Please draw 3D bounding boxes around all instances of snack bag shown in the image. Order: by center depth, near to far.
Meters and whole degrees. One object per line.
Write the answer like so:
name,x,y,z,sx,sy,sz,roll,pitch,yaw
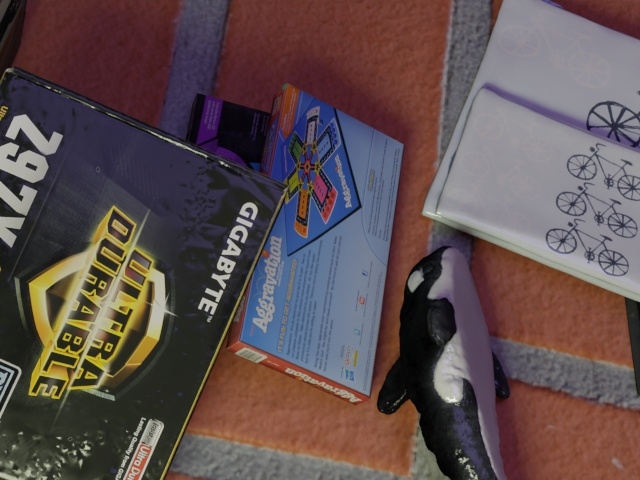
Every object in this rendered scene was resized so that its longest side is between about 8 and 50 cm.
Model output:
snack bag,0.304,-0.100,1.582,0.323,0.037,0.342,22,57,2

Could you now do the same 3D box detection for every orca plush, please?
orca plush,0.108,0.150,1.389,0.151,0.102,0.287,15,57,-63

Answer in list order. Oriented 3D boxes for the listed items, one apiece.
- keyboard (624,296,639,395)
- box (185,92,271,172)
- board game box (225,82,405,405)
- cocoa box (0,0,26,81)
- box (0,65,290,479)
keyboard,0.361,0.079,1.523,0.108,0.023,0.180,7,61,-14
box,-0.054,-0.071,1.474,0.162,0.029,0.116,15,59,-11
board game box,0.000,0.000,1.412,0.145,0.027,0.281,26,55,-26
cocoa box,-0.408,-0.144,1.287,0.231,0.228,0.347,19,58,-4
box,-0.204,0.053,1.259,0.257,0.079,0.322,24,82,-1
